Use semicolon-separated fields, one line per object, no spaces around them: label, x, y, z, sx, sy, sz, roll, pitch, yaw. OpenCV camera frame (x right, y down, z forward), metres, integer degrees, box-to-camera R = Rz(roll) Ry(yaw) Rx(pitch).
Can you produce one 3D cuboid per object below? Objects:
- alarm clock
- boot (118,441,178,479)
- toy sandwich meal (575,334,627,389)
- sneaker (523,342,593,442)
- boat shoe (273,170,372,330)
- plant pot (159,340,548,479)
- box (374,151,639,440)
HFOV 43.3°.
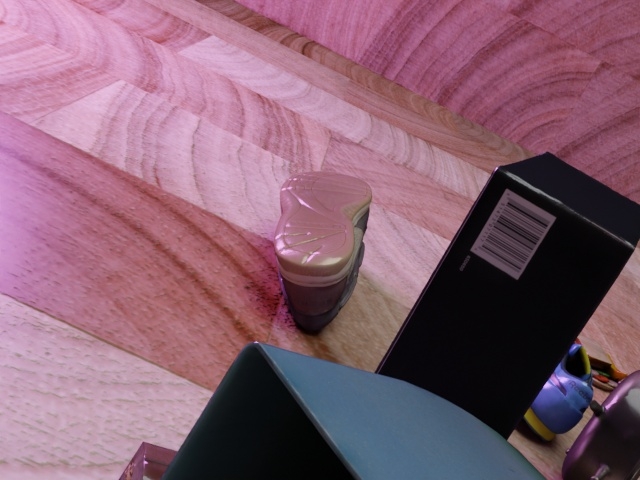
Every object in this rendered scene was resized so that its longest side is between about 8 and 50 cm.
alarm clock;0.277;0.185;0.740;0.064;0.129;0.192;37;-7;31
boot;-0.072;0.142;0.518;0.114;0.037;0.106;15;20;-18
toy sandwich meal;0.351;0.156;1.025;0.085;0.029;0.086;24;20;-9
sneaker;0.256;0.135;0.861;0.069;0.082;0.209;44;20;-2
boat shoe;0.000;0.000;0.872;0.102;0.093;0.285;7;23;1
plant pot;0.047;0.178;0.409;0.234;0.166;0.165;18;20;-46
box;0.125;0.074;0.597;0.103;0.261;0.184;33;21;14
